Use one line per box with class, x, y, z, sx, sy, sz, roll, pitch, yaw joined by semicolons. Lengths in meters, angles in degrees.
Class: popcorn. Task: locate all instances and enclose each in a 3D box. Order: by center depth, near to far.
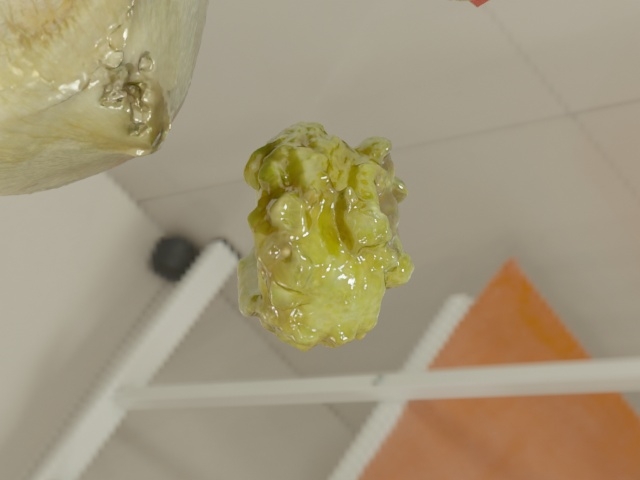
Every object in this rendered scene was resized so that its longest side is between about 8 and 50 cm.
popcorn;0.005;-0.001;1.556;0.155;0.197;0.198;8;76;5

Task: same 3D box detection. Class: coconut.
coconut;-0.253;-0.208;1.549;0.360;0.346;0.346;38;57;10

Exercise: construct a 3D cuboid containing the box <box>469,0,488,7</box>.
box;0.225;-0.338;2.063;0.112;0.175;0.048;22;43;-65
